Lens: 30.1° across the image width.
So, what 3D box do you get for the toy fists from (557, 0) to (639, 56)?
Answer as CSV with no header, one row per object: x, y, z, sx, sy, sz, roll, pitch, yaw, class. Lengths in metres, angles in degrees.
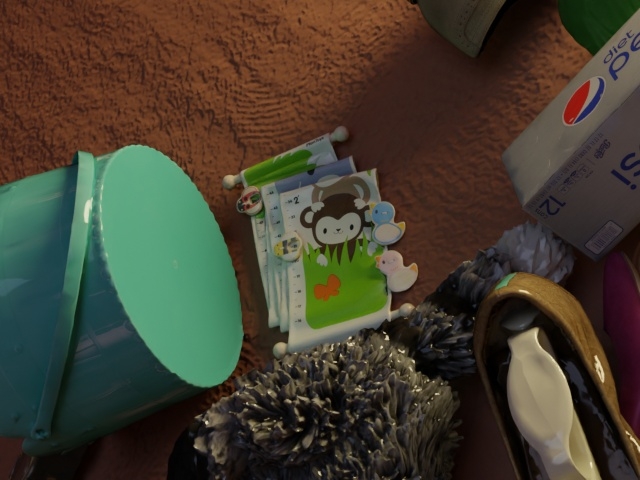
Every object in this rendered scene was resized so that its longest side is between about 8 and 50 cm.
0.326,-0.261,1.004,0.279,0.096,0.142,-39,83,11,toy fists

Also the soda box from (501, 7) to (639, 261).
0.277,-0.124,0.943,0.286,0.091,0.098,-49,22,22,soda box

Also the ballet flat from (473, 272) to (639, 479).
0.186,0.177,0.830,0.116,0.124,0.342,-22,72,17,ballet flat

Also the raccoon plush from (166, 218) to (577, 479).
0.079,0.212,0.927,0.446,0.216,0.299,-42,63,10,raccoon plush

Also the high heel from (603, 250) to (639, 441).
0.226,0.133,0.937,0.117,0.082,0.244,-18,73,21,high heel

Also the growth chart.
0.000,0.000,1.163,0.172,0.021,0.237,-27,59,19,growth chart

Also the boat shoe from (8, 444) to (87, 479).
-0.288,0.250,1.220,0.060,0.064,0.178,4,71,66,boat shoe

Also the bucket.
-0.211,0.050,1.129,0.183,0.281,0.281,-21,61,20,bucket

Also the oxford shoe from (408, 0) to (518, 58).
0.235,-0.311,1.109,0.348,0.123,0.130,-40,82,10,oxford shoe

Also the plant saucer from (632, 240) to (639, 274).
0.296,0.019,0.976,0.083,0.013,0.083,-13,64,27,plant saucer
